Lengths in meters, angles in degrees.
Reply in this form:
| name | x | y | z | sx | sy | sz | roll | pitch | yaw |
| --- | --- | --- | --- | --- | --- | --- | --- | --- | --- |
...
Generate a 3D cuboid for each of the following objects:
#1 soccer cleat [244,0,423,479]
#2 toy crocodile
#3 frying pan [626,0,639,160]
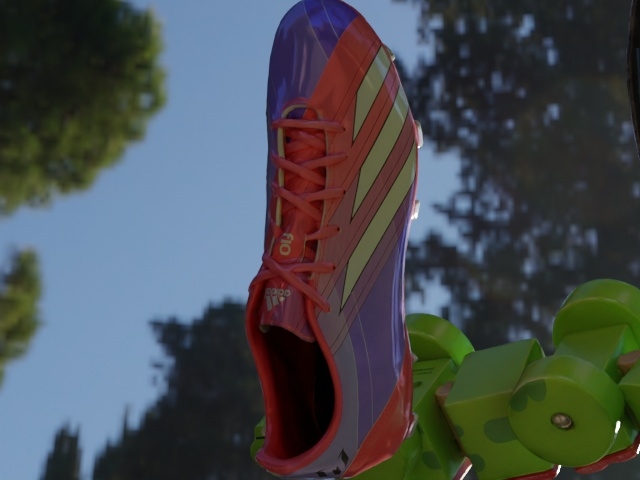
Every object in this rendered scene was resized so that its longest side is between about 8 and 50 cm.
| name | x | y | z | sx | sy | sz | roll | pitch | yaw |
| --- | --- | --- | --- | --- | --- | --- | --- | --- | --- |
| soccer cleat | 0.000 | 0.000 | 0.998 | 0.083 | 0.248 | 0.095 | 1 | 7 | 38 |
| toy crocodile | 0.107 | 0.107 | 1.197 | 0.340 | 0.115 | 0.105 | -11 | -66 | 32 |
| frying pan | 0.233 | -0.073 | 0.600 | 0.326 | 0.197 | 0.053 | -24 | 4 | -17 |
